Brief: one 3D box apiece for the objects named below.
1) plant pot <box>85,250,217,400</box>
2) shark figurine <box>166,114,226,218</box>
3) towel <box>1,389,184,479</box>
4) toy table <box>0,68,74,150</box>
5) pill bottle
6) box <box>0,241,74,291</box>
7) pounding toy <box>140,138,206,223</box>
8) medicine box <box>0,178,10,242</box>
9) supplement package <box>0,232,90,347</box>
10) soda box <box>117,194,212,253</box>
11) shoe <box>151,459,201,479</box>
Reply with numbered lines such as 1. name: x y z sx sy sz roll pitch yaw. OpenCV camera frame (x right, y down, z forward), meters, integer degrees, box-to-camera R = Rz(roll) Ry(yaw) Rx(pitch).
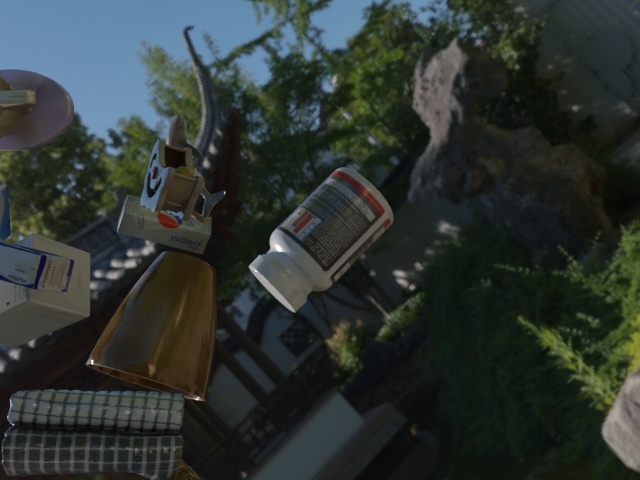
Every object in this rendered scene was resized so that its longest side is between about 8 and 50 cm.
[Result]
1. plant pot: -0.298 0.160 1.367 0.237 0.237 0.255 118 170 -71
2. shark figurine: -0.381 -0.194 1.894 0.116 0.278 0.166 -33 20 -30
3. towel: -0.321 0.292 1.016 0.234 0.121 0.284 4 -19 -13
4. toy table: -0.686 -0.286 1.457 0.274 0.252 0.161 -13 0 6
5. pill bottle: 0.000 0.000 1.810 0.363 0.210 0.210 -45 -6 -11
6. box: -0.591 0.052 1.399 0.137 0.126 0.072 40 -116 -81
7. pounding toy: -0.299 -0.127 1.525 0.269 0.154 0.154 20 94 63
8. medicine box: -0.981 -0.037 1.822 0.289 0.149 0.263 -49 -5 -36
9. supplement package: -0.737 0.132 1.718 0.292 0.178 0.175 -23 -29 26
10. soda box: -0.501 -0.051 2.242 0.091 0.286 0.098 -96 29 -48
11. shoe: -0.270 0.439 1.278 0.076 0.058 0.219 -41 -26 -26
